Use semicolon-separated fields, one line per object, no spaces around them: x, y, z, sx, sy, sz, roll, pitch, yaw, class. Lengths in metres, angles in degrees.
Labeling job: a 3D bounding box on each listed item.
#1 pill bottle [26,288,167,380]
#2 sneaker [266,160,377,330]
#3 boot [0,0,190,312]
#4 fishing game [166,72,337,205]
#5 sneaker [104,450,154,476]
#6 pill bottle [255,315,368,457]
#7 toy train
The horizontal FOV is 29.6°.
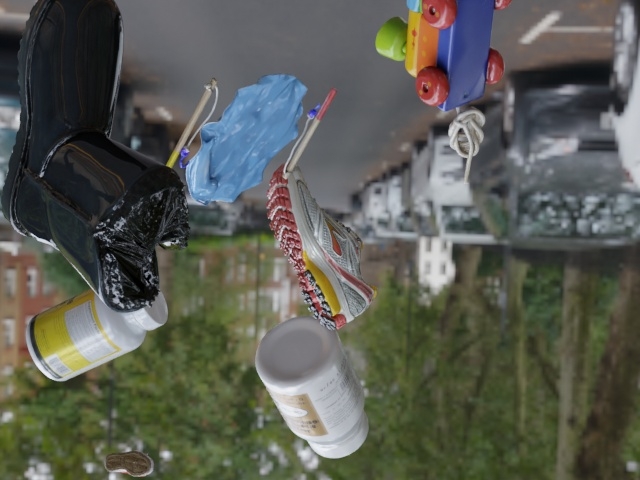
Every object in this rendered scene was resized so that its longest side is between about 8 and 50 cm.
-0.309;0.118;1.690;0.184;0.103;0.103;-25;173;17;pill bottle
0.000;0.000;1.589;0.092;0.225;0.088;-27;-171;-22;sneaker
-0.177;-0.084;1.021;0.094;0.247;0.207;4;-163;-43;boot
-0.089;-0.120;1.402;0.041;0.189;0.264;40;-153;22;fishing game
-0.303;0.377;2.043;0.118;0.042;0.067;-4;165;44;sneaker
-0.004;0.230;1.846;0.131;0.131;0.229;2;142;23;pill bottle
0.116;-0.194;1.322;0.105;0.248;0.143;-23;-139;-33;toy train
